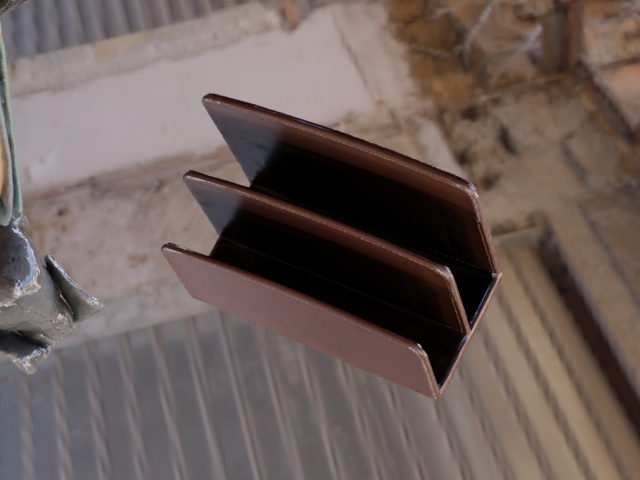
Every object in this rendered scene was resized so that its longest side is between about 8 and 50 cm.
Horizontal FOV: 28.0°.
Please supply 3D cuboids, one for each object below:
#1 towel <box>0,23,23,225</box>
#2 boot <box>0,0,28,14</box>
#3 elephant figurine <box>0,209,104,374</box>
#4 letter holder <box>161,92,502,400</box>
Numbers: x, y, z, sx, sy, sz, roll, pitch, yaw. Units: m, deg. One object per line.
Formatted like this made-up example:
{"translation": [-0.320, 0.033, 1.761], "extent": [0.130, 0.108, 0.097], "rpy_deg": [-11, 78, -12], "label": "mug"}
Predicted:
{"translation": [-0.195, -0.226, 0.630], "extent": [0.370, 0.040, 0.271], "rpy_deg": [98, -23, -47], "label": "towel"}
{"translation": [-0.301, -0.266, 1.052], "extent": [0.246, 0.083, 0.161], "rpy_deg": [26, -39, 61], "label": "boot"}
{"translation": [-0.354, 0.078, 1.587], "extent": [0.239, 0.169, 0.186], "rpy_deg": [49, 30, -41], "label": "elephant figurine"}
{"translation": [0.000, 0.000, 1.248], "extent": [0.152, 0.302, 0.214], "rpy_deg": [-60, 155, -19], "label": "letter holder"}
